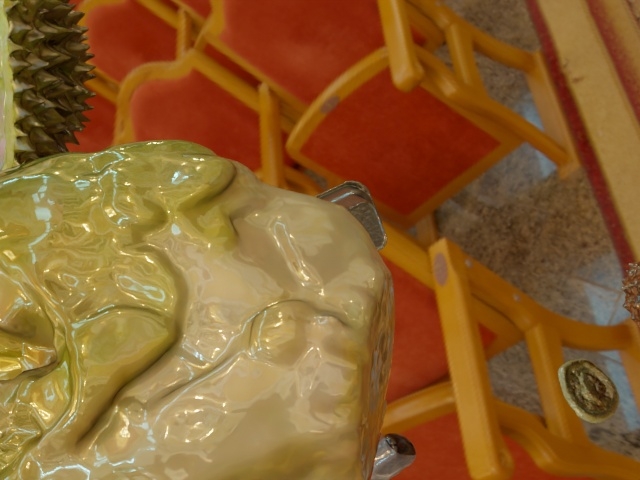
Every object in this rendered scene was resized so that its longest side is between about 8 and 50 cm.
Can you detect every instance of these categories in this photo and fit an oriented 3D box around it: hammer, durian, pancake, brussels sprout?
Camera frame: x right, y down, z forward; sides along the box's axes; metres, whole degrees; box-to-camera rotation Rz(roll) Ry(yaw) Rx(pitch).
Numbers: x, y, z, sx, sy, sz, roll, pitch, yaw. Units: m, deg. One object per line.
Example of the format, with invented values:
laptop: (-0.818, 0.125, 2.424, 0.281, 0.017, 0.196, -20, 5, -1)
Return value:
hammer: (-0.068, 0.324, 0.810, 0.427, 0.152, 0.044, -46, 44, 23)
durian: (-0.337, -0.203, 0.851, 0.157, 0.170, 0.355, -53, -38, -73)
pancake: (0.405, 0.225, 1.220, 0.017, 0.108, 0.108, 122, 152, -48)
brussels sprout: (-0.118, 0.095, 0.515, 0.344, 0.344, 0.268, -28, 48, 47)

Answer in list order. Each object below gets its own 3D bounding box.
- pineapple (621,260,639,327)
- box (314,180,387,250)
pineapple: (0.545, 0.073, 1.214, 0.193, 0.166, 0.166, 70, -141, -83)
box: (0.000, 0.000, 1.501, 0.274, 0.138, 0.178, -26, 13, -8)
